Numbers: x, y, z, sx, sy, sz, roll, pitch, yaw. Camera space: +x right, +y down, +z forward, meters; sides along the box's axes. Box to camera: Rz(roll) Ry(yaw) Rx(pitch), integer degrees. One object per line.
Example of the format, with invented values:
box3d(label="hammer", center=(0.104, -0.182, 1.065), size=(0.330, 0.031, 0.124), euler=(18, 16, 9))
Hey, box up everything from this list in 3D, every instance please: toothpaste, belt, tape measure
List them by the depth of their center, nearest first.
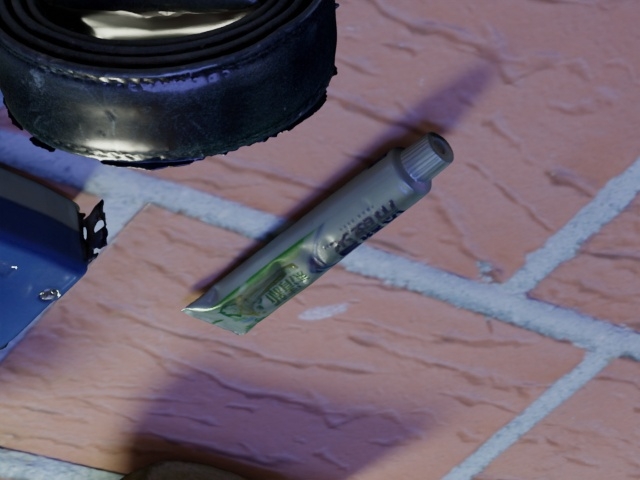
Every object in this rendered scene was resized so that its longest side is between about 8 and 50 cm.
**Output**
box3d(label="belt", center=(-0.120, -0.154, 1.319), size=(0.267, 0.206, 0.116), euler=(-6, 138, 0))
box3d(label="tape measure", center=(-0.364, -0.010, 1.514), size=(0.351, 0.098, 0.215), euler=(26, 126, -36))
box3d(label="toothpaste", center=(0.000, 0.000, 1.676), size=(0.075, 0.048, 0.297), euler=(24, 131, -38))

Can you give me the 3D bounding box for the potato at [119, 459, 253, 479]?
box3d(label="potato", center=(-0.131, 0.289, 1.939), size=(0.269, 0.112, 0.255), euler=(-26, 136, 10))
